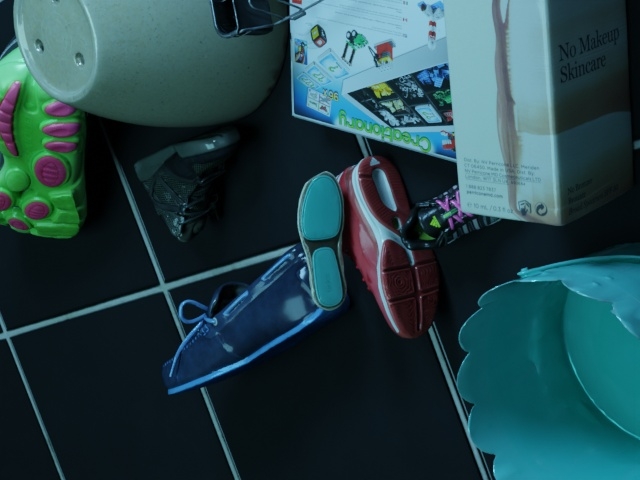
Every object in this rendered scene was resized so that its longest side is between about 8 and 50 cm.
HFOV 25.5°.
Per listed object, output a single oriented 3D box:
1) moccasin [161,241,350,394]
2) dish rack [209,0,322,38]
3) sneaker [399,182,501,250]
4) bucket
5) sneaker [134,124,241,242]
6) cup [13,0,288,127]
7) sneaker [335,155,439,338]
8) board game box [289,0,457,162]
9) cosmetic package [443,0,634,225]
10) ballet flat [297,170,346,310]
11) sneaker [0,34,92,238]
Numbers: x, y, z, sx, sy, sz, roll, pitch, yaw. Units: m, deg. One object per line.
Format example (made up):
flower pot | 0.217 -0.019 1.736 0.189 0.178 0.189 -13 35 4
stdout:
moccasin | -0.094 0.104 1.893 0.342 0.137 0.117 -31 79 34
dish rack | -0.019 -0.359 1.573 0.271 0.074 0.208 -20 76 42
sneaker | 0.150 -0.030 1.594 0.170 0.074 0.063 -34 82 48
bucket | 0.296 0.140 1.438 0.281 0.183 0.281 22 123 38
sneaker | -0.160 -0.077 1.893 0.227 0.087 0.130 -21 93 52
cup | -0.240 -0.281 1.769 0.331 0.237 0.331 21 122 40
sneaker | 0.065 0.016 1.715 0.128 0.087 0.221 -20 80 57
board game box | 0.088 -0.206 1.596 0.305 0.053 0.193 20 120 40
cosmetic package | 0.218 -0.180 1.402 0.129 0.153 0.296 9 115 42
ballet flat | 0.000 0.000 1.687 0.052 0.057 0.168 -130 38 -80
sneaker | -0.401 -0.156 2.068 0.185 0.202 0.483 19 148 -10
